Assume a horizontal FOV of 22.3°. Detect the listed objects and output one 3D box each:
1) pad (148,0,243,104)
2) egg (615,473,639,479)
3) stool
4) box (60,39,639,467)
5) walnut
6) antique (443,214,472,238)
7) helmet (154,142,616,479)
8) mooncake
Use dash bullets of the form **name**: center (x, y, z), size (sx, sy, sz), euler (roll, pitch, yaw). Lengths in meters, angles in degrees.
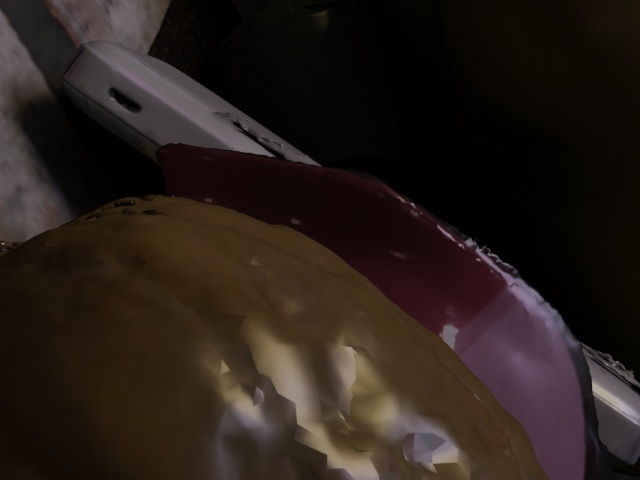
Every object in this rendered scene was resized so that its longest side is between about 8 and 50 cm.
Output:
- **pad**: center (0.000, 0.000, 0.954), size (0.330, 0.004, 0.220), euler (56, 19, -23)
- **egg**: center (0.304, 0.111, 1.259), size (0.258, 0.258, 0.352), euler (61, 25, -11)
- **stool**: center (-0.002, -0.075, 0.890), size (0.096, 0.096, 0.110), euler (20, 52, -66)
- **box**: center (0.019, 0.002, 0.714), size (0.285, 0.044, 0.142), euler (34, 6, 4)
- **walnut**: center (-0.028, 0.101, 0.422), size (0.245, 0.198, 0.198), euler (52, 19, -6)
- **antique**: center (0.036, 0.064, 0.834), size (0.081, 0.080, 0.221), euler (61, 22, -8)
- **helmet**: center (0.010, 0.095, 0.602), size (0.253, 0.198, 0.154), euler (42, 72, -35)
- **mooncake**: center (0.173, -0.104, 0.961), size (0.467, 0.262, 0.467), euler (57, -12, 19)
